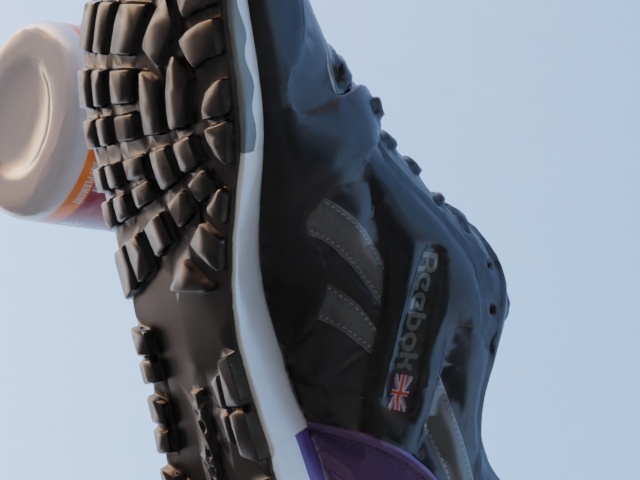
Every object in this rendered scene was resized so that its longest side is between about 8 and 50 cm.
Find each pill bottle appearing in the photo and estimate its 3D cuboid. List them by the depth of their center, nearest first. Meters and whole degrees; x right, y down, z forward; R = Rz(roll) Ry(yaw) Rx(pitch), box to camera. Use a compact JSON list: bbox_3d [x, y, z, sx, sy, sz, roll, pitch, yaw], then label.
[{"bbox_3d":[-0.092,-0.061,1.217,0.121,0.221,0.121,-12,-105,50],"label":"pill bottle"}]

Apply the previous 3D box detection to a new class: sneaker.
[{"bbox_3d":[0.000,0.000,0.691,0.107,0.124,0.283,13,-66,56],"label":"sneaker"}]
